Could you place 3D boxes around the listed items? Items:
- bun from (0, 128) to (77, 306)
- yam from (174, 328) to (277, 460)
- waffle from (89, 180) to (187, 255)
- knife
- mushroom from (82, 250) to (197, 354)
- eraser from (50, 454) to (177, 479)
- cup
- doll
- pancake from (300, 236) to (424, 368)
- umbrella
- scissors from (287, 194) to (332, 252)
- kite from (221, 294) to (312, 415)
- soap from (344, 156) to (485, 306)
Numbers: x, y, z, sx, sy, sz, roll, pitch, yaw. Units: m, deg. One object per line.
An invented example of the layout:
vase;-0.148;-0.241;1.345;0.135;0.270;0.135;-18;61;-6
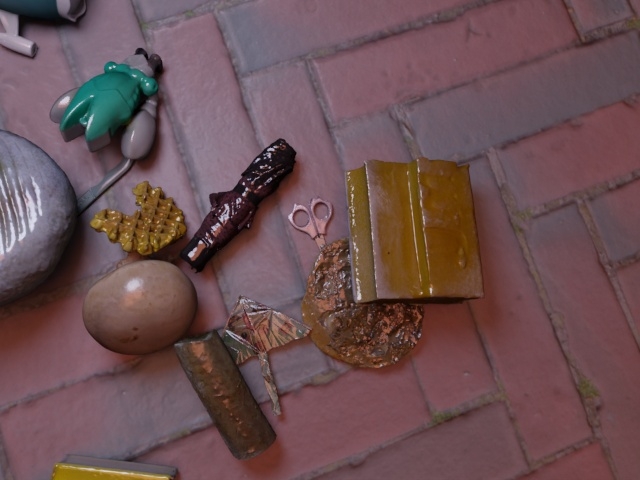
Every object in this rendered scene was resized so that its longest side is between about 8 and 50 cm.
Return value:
bun;-0.629;-0.034;0.855;0.361;0.211;0.363;6;70;-18
yam;-0.182;0.288;0.915;0.093;0.093;0.260;-28;96;-9
waffle;-0.342;-0.039;0.926;0.149;0.194;0.051;39;120;4
knife;-0.465;-0.100;0.992;0.028;0.015;0.210;45;81;-6
mushroom;-0.337;0.106;0.905;0.204;0.204;0.205;1;83;-6
eraser;-0.394;0.497;0.896;0.225;0.069;0.158;9;83;-4
cup;-0.571;-0.525;0.966;0.173;0.167;0.300;15;108;-14
doll;-0.398;-0.263;0.969;0.258;0.153;0.195;-36;69;-25
pancake;0.092;0.126;1.003;0.281;0.049;0.283;1;86;-8
umbrella;-0.163;-0.072;0.982;0.090;0.094;0.326;33;78;26
scissors;0.000;0.000;1.031;0.100;0.015;0.189;-20;87;-7
kite;-0.119;0.227;0.974;0.229;0.012;0.250;-21;82;2
soap;0.183;-0.014;0.959;0.258;0.143;0.282;1;76;-21
